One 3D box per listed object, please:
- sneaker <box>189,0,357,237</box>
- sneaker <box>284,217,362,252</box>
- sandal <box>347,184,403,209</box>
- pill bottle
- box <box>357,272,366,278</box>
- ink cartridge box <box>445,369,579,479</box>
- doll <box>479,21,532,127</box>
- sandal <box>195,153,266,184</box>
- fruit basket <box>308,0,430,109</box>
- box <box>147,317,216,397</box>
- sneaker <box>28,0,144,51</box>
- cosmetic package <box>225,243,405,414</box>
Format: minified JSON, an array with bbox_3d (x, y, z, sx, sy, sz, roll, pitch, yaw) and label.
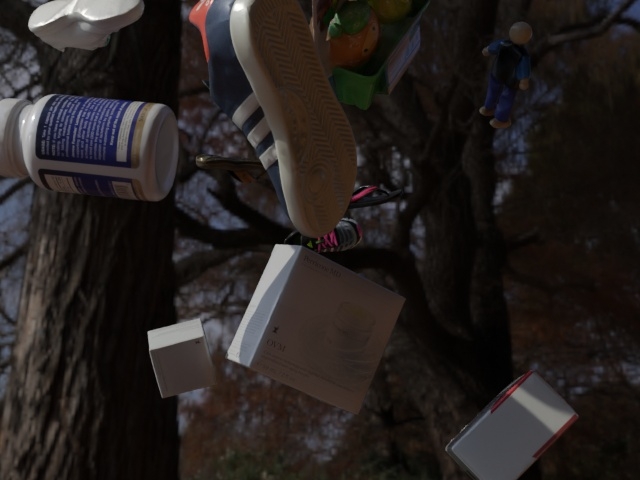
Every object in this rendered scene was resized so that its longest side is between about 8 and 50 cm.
[{"bbox_3d":[-0.063,-0.161,1.094,0.148,0.131,0.350,16,-45,39],"label":"sneaker"},{"bbox_3d":[0.000,0.000,1.631,0.170,0.063,0.074,-7,12,36],"label":"sneaker"},{"bbox_3d":[0.082,-0.091,1.786,0.179,0.040,0.067,-9,9,7],"label":"sandal"},{"bbox_3d":[-0.367,-0.148,1.339,0.264,0.153,0.153,6,-20,6],"label":"pill bottle"},{"bbox_3d":[0.057,0.117,1.950,0.059,0.054,0.169,-42,-15,23],"label":"box"},{"bbox_3d":[0.336,0.349,1.551,0.197,0.114,0.273,-43,-13,-5],"label":"ink cartridge box"},{"bbox_3d":[0.317,-0.290,1.469,0.046,0.129,0.189,-14,-40,-21],"label":"doll"},{"bbox_3d":[-0.187,-0.160,1.979,0.219,0.060,0.090,0,13,-37],"label":"sandal"},{"bbox_3d":[0.079,-0.393,1.357,0.165,0.327,0.353,26,-32,12],"label":"fruit basket"},{"bbox_3d":[-0.247,0.209,1.527,0.101,0.101,0.087,-14,19,-10],"label":"box"},{"bbox_3d":[-0.356,-0.345,1.369,0.212,0.080,0.094,-2,-31,27],"label":"sneaker"},{"bbox_3d":[-0.008,0.152,1.501,0.224,0.225,0.138,27,-11,-21],"label":"cosmetic package"}]
